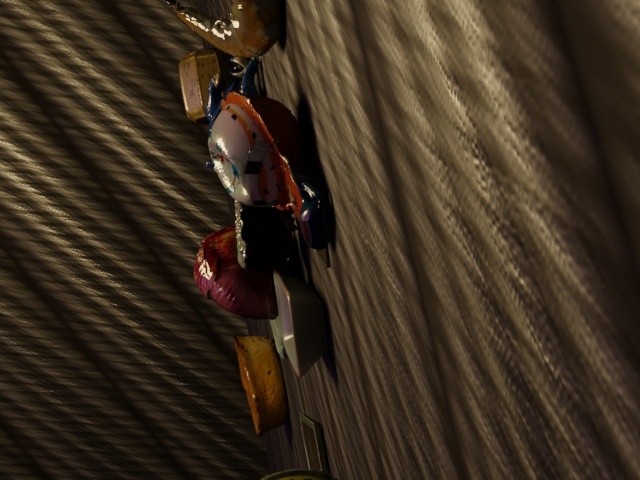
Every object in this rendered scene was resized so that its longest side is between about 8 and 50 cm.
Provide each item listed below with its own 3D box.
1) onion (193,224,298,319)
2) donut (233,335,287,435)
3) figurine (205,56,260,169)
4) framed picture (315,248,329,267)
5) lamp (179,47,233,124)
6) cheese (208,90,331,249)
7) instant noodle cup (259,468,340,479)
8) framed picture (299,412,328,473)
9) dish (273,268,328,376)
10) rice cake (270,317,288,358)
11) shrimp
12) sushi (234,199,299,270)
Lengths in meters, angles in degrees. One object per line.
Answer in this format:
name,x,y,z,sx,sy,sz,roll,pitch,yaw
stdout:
onion,-0.131,0.047,1.876,0.163,0.230,0.230,-54,38,37
donut,-0.166,0.402,2.735,0.303,0.110,0.302,168,90,-81
figurine,-0.169,-0.270,2.018,0.164,0.121,0.262,16,94,53
framed picture,0.000,0.000,1.517,0.089,0.007,0.066,-125,27,-70
lamp,-0.299,-0.413,2.564,0.161,0.161,0.184,144,118,-81
cheese,-0.076,-0.116,1.499,0.329,0.129,0.216,50,159,38
instant noodle cup,-0.013,0.475,1.364,0.200,0.265,0.264,176,85,-75
framed picture,-0.005,0.493,2.067,0.293,0.018,0.231,144,116,-80
dish,-0.037,0.134,1.716,0.234,0.064,0.153,-131,33,-72
rice cake,-0.105,0.186,2.307,0.221,0.042,0.080,-112,11,-52
shrimp,-0.144,-0.387,1.584,0.185,0.068,0.287,55,152,-9
sushi,-0.101,-0.051,1.739,0.147,0.115,0.212,-138,45,-82
